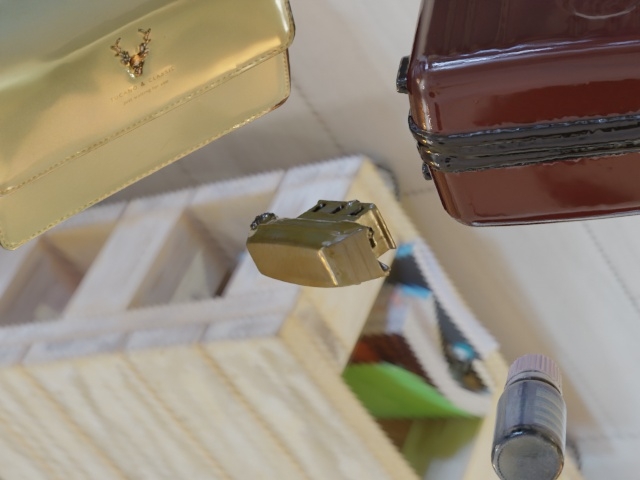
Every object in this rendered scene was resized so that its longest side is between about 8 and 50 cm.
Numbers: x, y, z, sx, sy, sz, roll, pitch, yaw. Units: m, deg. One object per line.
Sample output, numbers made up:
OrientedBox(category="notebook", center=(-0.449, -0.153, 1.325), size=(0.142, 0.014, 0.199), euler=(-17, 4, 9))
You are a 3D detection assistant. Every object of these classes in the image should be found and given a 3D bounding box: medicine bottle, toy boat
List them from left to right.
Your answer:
OrientedBox(category="toy boat", center=(0.000, 0.000, 1.283), size=(0.200, 0.077, 0.057), euler=(5, 127, 59))
OrientedBox(category="medicine bottle", center=(0.243, 0.204, 1.723), size=(0.083, 0.203, 0.083), euler=(4, 116, 8))

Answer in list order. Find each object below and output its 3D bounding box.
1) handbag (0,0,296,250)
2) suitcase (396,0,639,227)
OrientedBox(category="handbag", center=(-0.211, -0.178, 1.467), size=(0.160, 0.358, 0.237), euler=(43, 153, 36))
OrientedBox(category="suitcase", center=(0.192, -0.154, 1.115), size=(0.236, 0.297, 0.161), euler=(-5, 129, 17))
